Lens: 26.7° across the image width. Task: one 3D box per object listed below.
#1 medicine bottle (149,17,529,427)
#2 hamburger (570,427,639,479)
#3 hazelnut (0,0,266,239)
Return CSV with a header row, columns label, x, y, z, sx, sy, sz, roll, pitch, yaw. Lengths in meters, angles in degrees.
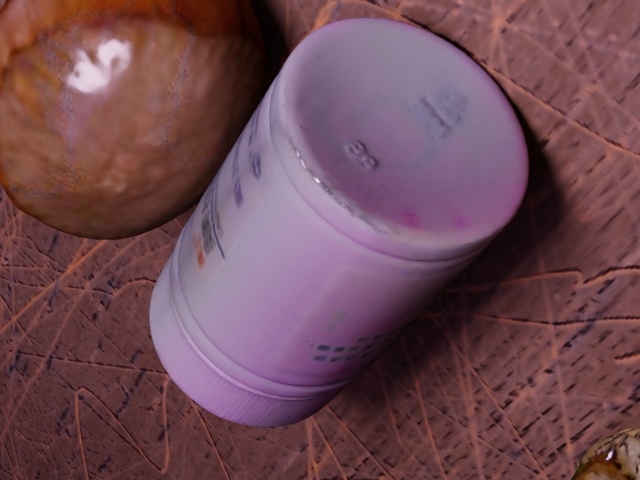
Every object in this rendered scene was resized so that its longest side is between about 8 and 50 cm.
label,x,y,z,sx,sy,sz,roll,pitch,yaw
medicine bottle,0.000,0.000,0.817,0.152,0.152,0.254,49,142,8
hamburger,0.210,0.239,0.808,0.262,0.124,0.131,60,162,2
hazelnut,-0.130,-0.107,0.873,0.214,0.176,0.214,-26,57,49
